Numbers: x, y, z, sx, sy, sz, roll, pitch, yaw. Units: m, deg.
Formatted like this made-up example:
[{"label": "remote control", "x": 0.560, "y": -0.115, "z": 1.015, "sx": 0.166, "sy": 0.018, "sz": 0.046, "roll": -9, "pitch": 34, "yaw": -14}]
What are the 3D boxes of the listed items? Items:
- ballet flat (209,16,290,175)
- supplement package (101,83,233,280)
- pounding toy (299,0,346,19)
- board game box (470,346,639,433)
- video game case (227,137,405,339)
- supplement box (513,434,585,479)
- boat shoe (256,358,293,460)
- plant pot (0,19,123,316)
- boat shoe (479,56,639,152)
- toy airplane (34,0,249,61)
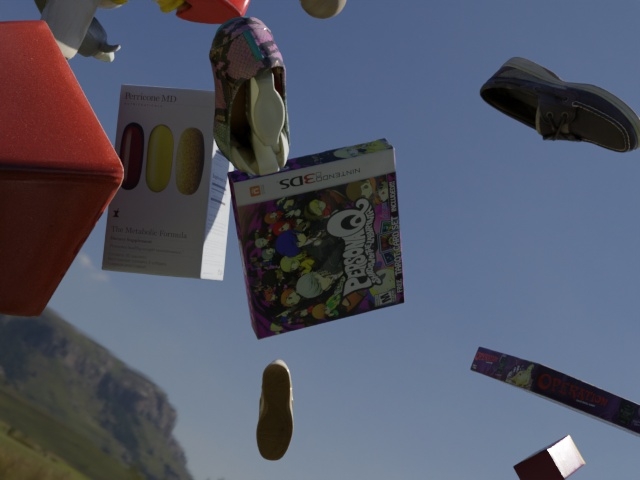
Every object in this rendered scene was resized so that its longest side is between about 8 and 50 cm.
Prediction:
[{"label": "ballet flat", "x": -0.059, "y": -0.111, "z": 0.923, "sx": 0.221, "sy": 0.076, "sz": 0.079, "roll": 90, "pitch": -23, "yaw": -61}, {"label": "supplement package", "x": -0.198, "y": -0.074, "z": 1.335, "sx": 0.139, "sy": 0.244, "sz": 0.134, "roll": 4, "pitch": -3, "yaw": 7}, {"label": "pounding toy", "x": 0.036, "y": -0.362, "z": 1.103, "sx": 0.183, "sy": 0.237, "sz": 0.110, "roll": -31, "pitch": -28, "yaw": 24}, {"label": "board game box", "x": 0.424, "y": 0.252, "z": 1.522, "sx": 0.346, "sy": 0.056, "sz": 0.208, "roll": 23, "pitch": -9, "yaw": -15}, {"label": "video game case", "x": 0.000, "y": 0.000, "z": 1.277, "sx": 0.042, "sy": 0.210, "sz": 0.232, "roll": -123, "pitch": -156, "yaw": -59}, {"label": "supplement box", "x": 0.282, "y": 0.277, "z": 1.226, "sx": 0.083, "sy": 0.055, "sz": 0.043, "roll": -4, "pitch": 63, "yaw": -59}, {"label": "boat shoe", "x": -0.071, "y": 0.277, "z": 1.644, "sx": 0.062, "sy": 0.170, "sz": 0.059, "roll": 7, "pitch": 13, "yaw": 2}, {"label": "plant pot", "x": -0.425, "y": -0.085, "z": 1.137, "sx": 0.235, "sy": 0.267, "sz": 0.267, "roll": -1, "pitch": 49, "yaw": -45}, {"label": "boat shoe", "x": 0.366, "y": -0.196, "z": 1.535, "sx": 0.285, "sy": 0.092, "sz": 0.103, "roll": 38, "pitch": -23, "yaw": 39}, {"label": "toy airplane", "x": -0.344, "y": -0.478, "z": 1.608, "sx": 0.385, "sy": 0.386, "sz": 0.272, "roll": 62, "pitch": -35, "yaw": 7}]
